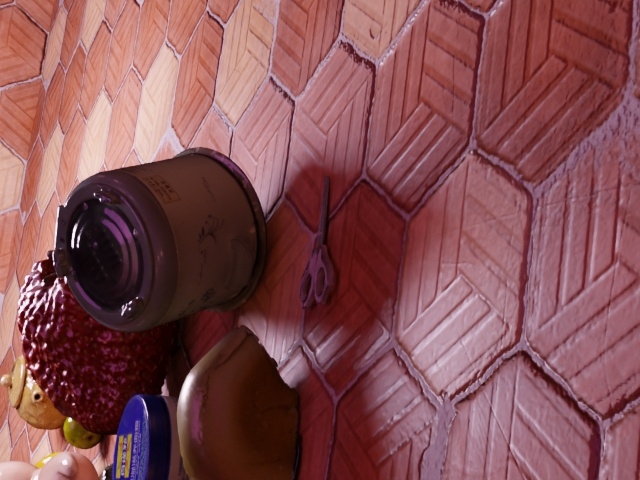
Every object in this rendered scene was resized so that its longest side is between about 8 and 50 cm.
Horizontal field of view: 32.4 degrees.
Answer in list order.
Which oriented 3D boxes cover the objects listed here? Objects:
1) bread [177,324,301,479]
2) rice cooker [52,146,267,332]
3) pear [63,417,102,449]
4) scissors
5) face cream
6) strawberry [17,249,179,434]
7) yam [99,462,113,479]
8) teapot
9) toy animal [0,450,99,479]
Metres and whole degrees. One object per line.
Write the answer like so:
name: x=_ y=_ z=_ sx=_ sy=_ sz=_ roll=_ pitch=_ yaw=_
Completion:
bread: x=-0.125 y=0.251 z=1.496 sx=0.158 sy=0.156 sz=0.261 roll=-26 pitch=56 yaw=57
rice cooker: x=-0.231 y=-0.002 z=1.679 sx=0.316 sy=0.316 sz=0.264 roll=-132 pitch=46 yaw=-59
pear: x=-0.489 y=0.383 z=2.272 sx=0.097 sy=0.092 sz=0.092 roll=29 pitch=105 yaw=63
scissors: x=0.000 y=0.000 z=1.508 sx=0.100 sy=0.015 sz=0.189 roll=153 pitch=125 yaw=-61
face cream: x=-0.257 y=0.354 z=1.777 sx=0.206 sy=0.111 sz=0.206 roll=-38 pitch=46 yaw=55
strawberry: x=-0.385 y=0.174 z=1.959 sx=0.312 sy=0.267 sz=0.351 roll=-20 pitch=76 yaw=27
yam: x=-0.359 y=0.479 z=1.939 sx=0.194 sy=0.107 sz=0.107 roll=-61 pitch=31 yaw=34
teapot: x=-0.659 y=0.330 z=2.547 sx=0.311 sy=0.167 sz=0.203 roll=13 pitch=91 yaw=65
toy animal: x=-0.598 y=0.563 z=2.232 sx=0.345 sy=0.246 sz=0.278 roll=-18 pitch=65 yaw=61
